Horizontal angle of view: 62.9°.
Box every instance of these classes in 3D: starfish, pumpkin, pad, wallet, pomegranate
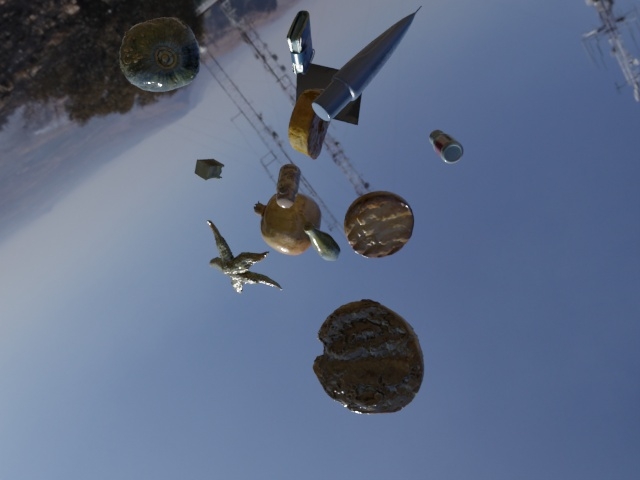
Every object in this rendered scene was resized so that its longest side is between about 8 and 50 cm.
[{"bbox_3d":[-0.290,0.106,1.856,0.347,0.358,0.078,21,-131,20],"label":"starfish"},{"bbox_3d":[-0.674,-0.775,2.188,0.327,0.291,0.257,-11,-163,-15],"label":"pumpkin"},{"bbox_3d":[0.036,-0.725,2.562,0.367,0.248,0.007,20,-147,23],"label":"pad"},{"bbox_3d":[-0.069,-0.720,1.930,0.202,0.059,0.141,80,30,-69],"label":"wallet"},{"bbox_3d":[-0.170,-0.096,2.561,0.342,0.342,0.342,-34,-160,14],"label":"pomegranate"}]

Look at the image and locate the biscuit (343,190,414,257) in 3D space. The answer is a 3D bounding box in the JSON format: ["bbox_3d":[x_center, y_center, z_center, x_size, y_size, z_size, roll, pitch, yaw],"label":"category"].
[{"bbox_3d":[0.239,-0.069,2.155,0.296,0.296,0.102,-35,-155,11],"label":"biscuit"}]

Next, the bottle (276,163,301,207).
[{"bbox_3d":[-0.142,-0.235,2.248,0.097,0.110,0.209,-4,-134,9],"label":"bottle"}]

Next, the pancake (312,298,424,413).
[{"bbox_3d":[0.147,0.378,1.711,0.382,0.382,0.071,-33,167,15],"label":"pancake"}]

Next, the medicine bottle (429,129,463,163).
[{"bbox_3d":[0.499,-0.385,2.104,0.090,0.090,0.217,-34,-155,12],"label":"medicine bottle"}]

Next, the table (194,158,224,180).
[{"bbox_3d":[-0.438,-0.281,2.069,0.079,0.062,0.083,31,-152,29],"label":"table"}]

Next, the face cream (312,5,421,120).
[{"bbox_3d":[0.127,-0.479,1.417,0.385,0.086,0.135,-48,-173,-9],"label":"face cream"}]

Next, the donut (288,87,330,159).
[{"bbox_3d":[-0.036,-0.464,2.048,0.108,0.277,0.277,20,-133,15],"label":"donut"}]

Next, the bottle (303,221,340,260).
[{"bbox_3d":[0.000,0.000,1.948,0.083,0.270,0.083,-9,-117,19],"label":"bottle"}]
